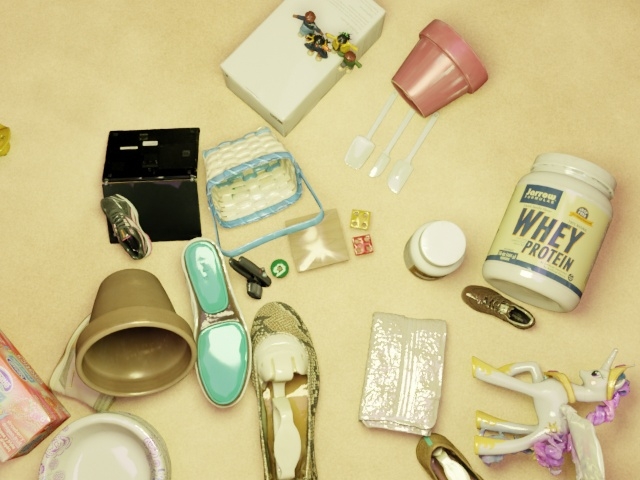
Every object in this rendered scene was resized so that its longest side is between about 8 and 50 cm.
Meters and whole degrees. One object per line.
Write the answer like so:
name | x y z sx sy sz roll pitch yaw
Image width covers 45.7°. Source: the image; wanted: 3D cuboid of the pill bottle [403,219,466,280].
pill bottle | 0.271 0.022 1.787 0.131 0.229 0.131 0 82 0

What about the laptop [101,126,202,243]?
laptop | -0.416 -0.142 1.913 0.234 0.137 0.265 -2 56 -2

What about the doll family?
doll family | 0.016 -0.462 1.763 0.192 0.111 0.076 21 84 -2

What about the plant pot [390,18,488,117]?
plant pot | 0.282 -0.410 1.879 0.180 0.201 0.201 -43 84 5

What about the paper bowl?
paper bowl | -0.484 0.535 1.741 0.284 0.148 0.285 0 82 -1

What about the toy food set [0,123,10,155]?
toy food set | -0.870 -0.221 1.898 0.217 0.071 0.128 -16 58 -5

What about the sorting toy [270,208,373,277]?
sorting toy | 0.000 0.000 1.879 0.274 0.046 0.132 -14 82 -2

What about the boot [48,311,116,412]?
boot | -0.530 0.293 1.814 0.165 0.077 0.213 27 87 4

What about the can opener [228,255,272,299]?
can opener | -0.163 0.078 1.802 0.059 0.186 0.073 -14 61 9

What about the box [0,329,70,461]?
box | -0.746 0.346 1.764 0.142 0.154 0.300 -41 83 -6

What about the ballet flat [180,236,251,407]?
ballet flat | -0.246 0.190 1.808 0.139 0.139 0.401 -12 86 -2

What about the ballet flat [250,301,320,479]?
ballet flat | -0.079 0.376 1.753 0.163 0.182 0.483 -5 81 -1

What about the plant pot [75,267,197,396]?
plant pot | -0.426 0.191 1.742 0.262 0.263 0.229 -16 46 -3

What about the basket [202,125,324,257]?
basket | -0.146 -0.113 1.801 0.254 0.201 0.289 -19 51 -3

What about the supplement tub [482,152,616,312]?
supplement tub | 0.544 -0.018 1.794 0.235 0.235 0.325 24 82 3

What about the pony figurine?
pony figurine | 0.536 0.422 1.733 0.363 0.303 0.351 -3 72 14

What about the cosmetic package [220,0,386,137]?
cosmetic package | -0.041 -0.475 1.899 0.217 0.156 0.385 44 84 6

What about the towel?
towel | 0.196 0.314 1.812 0.187 0.049 0.282 8 72 3

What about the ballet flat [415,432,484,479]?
ballet flat | 0.352 0.591 1.754 0.116 0.124 0.342 -37 84 -5

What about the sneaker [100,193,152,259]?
sneaker | -0.468 -0.031 1.833 0.072 0.077 0.178 -33 102 8

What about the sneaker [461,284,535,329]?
sneaker | 0.436 0.157 1.848 0.188 0.071 0.066 24 82 2

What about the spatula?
spatula | 0.186 -0.260 1.936 0.168 0.019 0.242 30 82 5
